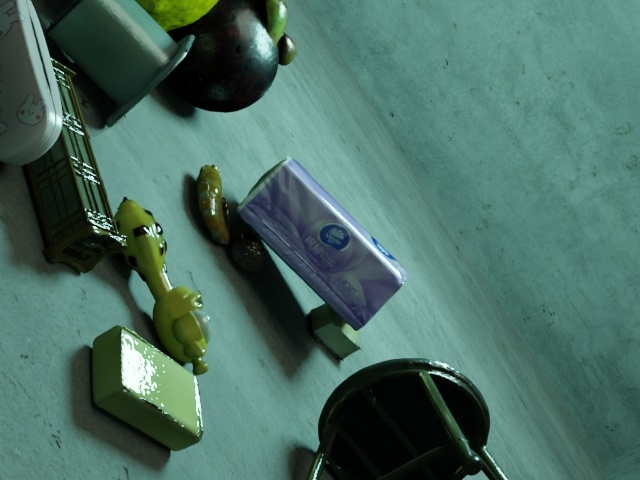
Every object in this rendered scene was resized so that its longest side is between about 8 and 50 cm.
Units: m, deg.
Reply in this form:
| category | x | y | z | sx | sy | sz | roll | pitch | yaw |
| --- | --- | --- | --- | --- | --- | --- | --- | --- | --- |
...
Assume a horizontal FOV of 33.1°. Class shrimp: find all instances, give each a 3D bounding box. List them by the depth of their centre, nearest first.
| category | x | y | z | sx | sy | sz | roll | pitch | yaw |
| --- | --- | --- | --- | --- | --- | --- | --- | --- | --- |
| shrimp | -0.202 | -0.067 | 2.041 | 0.132 | 0.052 | 0.187 | 72 | 8 | -46 |

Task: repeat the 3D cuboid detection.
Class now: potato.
| category | x | y | z | sx | sy | sz | roll | pitch | yaw |
| --- | --- | --- | --- | --- | --- | --- | --- | --- | --- |
| potato | 0.030 | 0.186 | 2.225 | 0.122 | 0.061 | 0.086 | 44 | 25 | -37 |

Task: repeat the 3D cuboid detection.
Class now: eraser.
| category | x | y | z | sx | sy | sz | roll | pitch | yaw |
| --- | --- | --- | --- | --- | --- | --- | --- | --- | --- |
| eraser | -0.234 | 0.204 | 1.466 | 0.172 | 0.058 | 0.117 | 43 | 24 | -42 |

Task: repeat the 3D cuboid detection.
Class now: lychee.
| category | x | y | z | sx | sy | sz | roll | pitch | yaw |
| --- | --- | --- | --- | --- | --- | --- | --- | --- | --- |
| lychee | -0.135 | 0.019 | 2.027 | 0.067 | 0.068 | 0.083 | -46 | 126 | -50 |

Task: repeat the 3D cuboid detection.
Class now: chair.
| category | x | y | z | sx | sy | sz | roll | pitch | yaw |
| --- | --- | --- | --- | --- | --- | --- | --- | --- | --- |
| chair | 0.153 | 0.421 | 1.737 | 0.364 | 0.362 | 0.410 | 51 | 14 | -24 |

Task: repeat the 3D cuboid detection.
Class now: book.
| category | x | y | z | sx | sy | sz | roll | pitch | yaw |
| --- | --- | --- | --- | --- | --- | --- | --- | --- | --- |
| book | -0.395 | -0.240 | 1.823 | 0.127 | 0.014 | 0.181 | 56 | 17 | -10 |

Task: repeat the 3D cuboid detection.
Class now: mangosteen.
| category | x | y | z | sx | sy | sz | roll | pitch | yaw |
| --- | --- | --- | --- | --- | --- | --- | --- | --- | --- |
| mangosteen | -0.193 | -0.402 | 2.201 | 0.288 | 0.288 | 0.288 | 51 | 19 | -25 |

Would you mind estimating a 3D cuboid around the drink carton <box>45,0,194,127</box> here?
| category | x | y | z | sx | sy | sz | roll | pitch | yaw |
| --- | --- | --- | --- | --- | --- | --- | --- | --- | --- |
| drink carton | -0.341 | -0.337 | 1.821 | 0.189 | 0.191 | 0.185 | 47 | 21 | -14 |

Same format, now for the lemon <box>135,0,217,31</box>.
| category | x | y | z | sx | sy | sz | roll | pitch | yaw |
| --- | --- | --- | --- | --- | --- | --- | --- | --- | --- |
| lemon | -0.311 | -0.549 | 1.959 | 0.350 | 0.350 | 0.387 | -48 | 149 | -72 |

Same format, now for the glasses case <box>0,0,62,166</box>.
| category | x | y | z | sx | sy | sz | roll | pitch | yaw |
| --- | --- | --- | --- | --- | --- | --- | --- | --- | --- |
| glasses case | -0.440 | -0.237 | 1.528 | 0.075 | 0.113 | 0.297 | 35 | 29 | -58 |

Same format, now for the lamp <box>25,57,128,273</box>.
| category | x | y | z | sx | sy | sz | roll | pitch | yaw |
| --- | --- | --- | --- | --- | --- | --- | --- | --- | --- |
| lamp | -0.374 | -0.117 | 1.556 | 0.089 | 0.090 | 0.325 | 29 | 35 | -59 |

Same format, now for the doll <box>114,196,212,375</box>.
| category | x | y | z | sx | sy | sz | roll | pitch | yaw |
| --- | --- | --- | --- | --- | --- | --- | --- | --- | --- |
| doll | -0.237 | 0.069 | 1.635 | 0.291 | 0.086 | 0.117 | 62 | -12 | 4 |

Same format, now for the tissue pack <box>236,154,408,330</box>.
| category | x | y | z | sx | sy | sz | roll | pitch | yaw |
| --- | --- | --- | --- | --- | --- | --- | --- | --- | --- |
| tissue pack | 0.000 | 0.000 | 2.107 | 0.338 | 0.160 | 0.242 | 45 | -1 | -3 |
